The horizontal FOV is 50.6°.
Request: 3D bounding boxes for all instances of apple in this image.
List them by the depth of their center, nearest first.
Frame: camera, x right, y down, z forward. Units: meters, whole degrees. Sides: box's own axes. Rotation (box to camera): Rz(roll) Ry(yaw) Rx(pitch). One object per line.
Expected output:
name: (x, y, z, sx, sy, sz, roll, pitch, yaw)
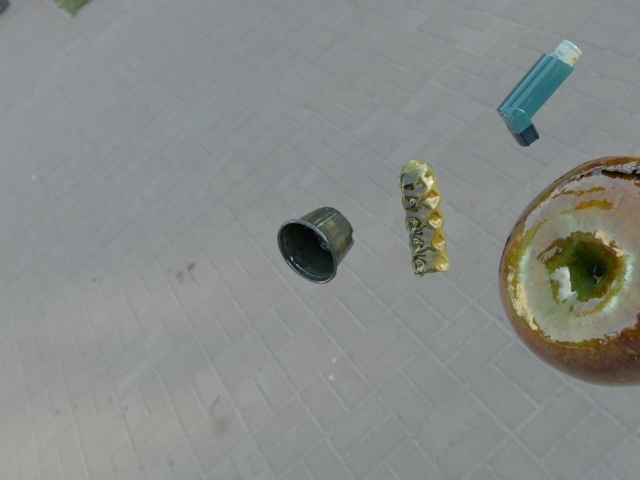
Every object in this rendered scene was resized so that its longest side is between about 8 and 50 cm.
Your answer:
apple: (0.491, 0.051, 1.101, 0.384, 0.374, 0.374, -43, 34, 31)

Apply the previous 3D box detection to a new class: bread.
bread: (0.235, -0.052, 1.543, 0.087, 0.269, 0.098, -9, 1, 3)

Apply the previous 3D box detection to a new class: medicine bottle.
medicine bottle: (0.545, -0.365, 1.675, 0.258, 0.124, 0.079, -53, 16, 13)

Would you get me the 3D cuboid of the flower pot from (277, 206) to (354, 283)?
flower pot: (0.000, 0.000, 1.449, 0.157, 0.157, 0.107, 7, 35, 42)
